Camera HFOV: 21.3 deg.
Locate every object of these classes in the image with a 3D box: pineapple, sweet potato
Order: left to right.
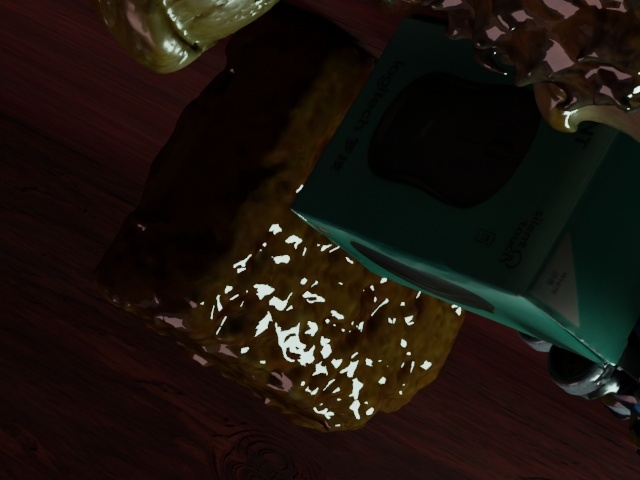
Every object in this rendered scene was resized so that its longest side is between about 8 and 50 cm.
[{"bbox_3d":[0.054,-0.194,1.308,0.049,0.049,0.117,33,169,-17],"label":"sweet potato"},{"bbox_3d":[0.091,-0.186,0.914,0.175,0.175,0.361,37,-177,-41],"label":"pineapple"}]

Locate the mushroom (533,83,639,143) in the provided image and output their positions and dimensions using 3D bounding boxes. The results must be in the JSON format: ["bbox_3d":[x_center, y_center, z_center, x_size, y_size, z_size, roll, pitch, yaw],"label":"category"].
[{"bbox_3d":[0.311,-0.047,0.968,0.407,0.137,0.154,30,-176,21],"label":"mushroom"}]

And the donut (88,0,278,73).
[{"bbox_3d":[-0.107,-0.229,1.134,0.208,0.128,0.261,58,-171,-18],"label":"donut"}]

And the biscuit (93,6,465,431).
[{"bbox_3d":[0.000,0.000,1.713,0.166,0.342,0.395,20,169,43],"label":"biscuit"}]

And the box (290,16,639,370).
[{"bbox_3d":[0.141,-0.049,1.340,0.118,0.205,0.311,33,174,-38],"label":"box"}]

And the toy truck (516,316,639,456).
[{"bbox_3d":[0.247,0.040,1.378,0.146,0.175,0.367,37,-169,-36],"label":"toy truck"}]
